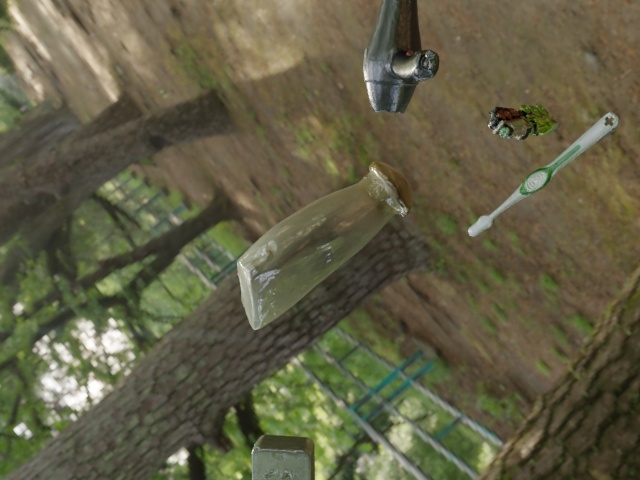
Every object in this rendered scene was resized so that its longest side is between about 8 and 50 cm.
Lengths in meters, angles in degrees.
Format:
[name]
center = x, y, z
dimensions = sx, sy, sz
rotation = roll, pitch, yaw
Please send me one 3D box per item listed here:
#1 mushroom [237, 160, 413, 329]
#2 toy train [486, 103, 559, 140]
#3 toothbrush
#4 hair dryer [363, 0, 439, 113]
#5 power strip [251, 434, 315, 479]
[mushroom]
center = -0.007, -0.004, 1.780
dimensions = 0.154, 0.407, 0.137
rotation = 53, 176, -35
[toy train]
center = 0.458, -0.268, 2.133
dimensions = 0.249, 0.053, 0.085
rotation = -14, -119, -51
[toothbrush]
center = 0.479, -0.136, 2.047
dimensions = 0.042, 0.418, 0.040
rotation = 53, -149, 10
[hair dryer]
center = 0.136, -0.286, 1.336
dimensions = 0.272, 0.091, 0.236
rotation = -133, 47, -69
[power strip]
center = -0.054, 0.437, 1.422
dimensions = 0.053, 0.093, 0.288
rotation = -56, -34, -77
